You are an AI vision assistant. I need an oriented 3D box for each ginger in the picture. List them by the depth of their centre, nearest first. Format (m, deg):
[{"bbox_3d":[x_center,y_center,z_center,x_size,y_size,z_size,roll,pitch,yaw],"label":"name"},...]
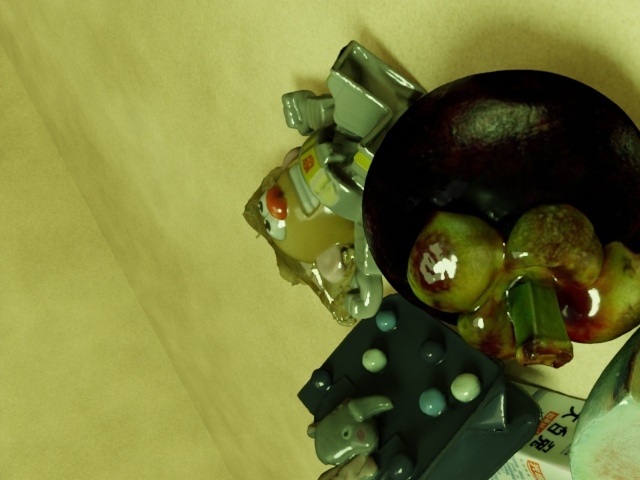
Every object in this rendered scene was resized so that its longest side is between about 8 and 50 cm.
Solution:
[{"bbox_3d":[0.000,0.000,1.148,0.270,0.123,0.219,52,133,6],"label":"ginger"}]

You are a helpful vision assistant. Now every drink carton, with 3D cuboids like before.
[{"bbox_3d":[0.261,0.266,0.972,0.315,0.131,0.106,5,123,56],"label":"drink carton"}]

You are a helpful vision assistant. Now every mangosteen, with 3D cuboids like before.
[{"bbox_3d":[0.176,-0.008,0.670,0.302,0.275,0.274,-90,0,-48],"label":"mangosteen"}]

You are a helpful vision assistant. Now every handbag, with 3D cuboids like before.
[{"bbox_3d":[0.096,0.225,0.984,0.118,0.269,0.326,46,174,-25],"label":"handbag"}]

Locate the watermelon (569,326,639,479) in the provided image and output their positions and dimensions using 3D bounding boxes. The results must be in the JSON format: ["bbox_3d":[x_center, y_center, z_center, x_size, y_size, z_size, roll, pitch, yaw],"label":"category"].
[{"bbox_3d":[0.347,0.175,0.644,0.322,0.175,0.188,31,135,-7],"label":"watermelon"}]

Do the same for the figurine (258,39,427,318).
[{"bbox_3d":[0.025,-0.076,0.953,0.285,0.167,0.342,130,153,-49],"label":"figurine"}]

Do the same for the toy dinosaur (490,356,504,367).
[{"bbox_3d":[0.162,0.067,1.023,0.248,0.075,0.188,39,159,30],"label":"toy dinosaur"}]
